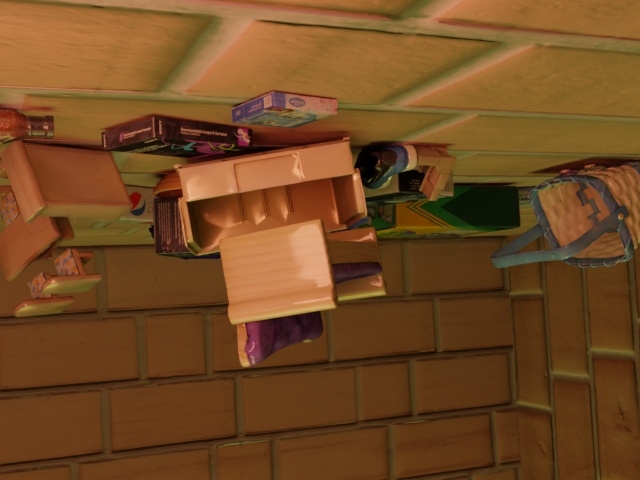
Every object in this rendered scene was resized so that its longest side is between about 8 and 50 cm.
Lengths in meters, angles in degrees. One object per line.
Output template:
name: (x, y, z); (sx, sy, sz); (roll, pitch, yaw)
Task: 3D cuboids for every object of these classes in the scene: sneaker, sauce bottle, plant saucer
sneaker: (0.082, -0.115, 1.297); (0.085, 0.058, 0.152); (-8, 175, -26)
sauce bottle: (-0.362, -0.126, 0.896); (0.128, 0.042, 0.042); (0, 176, -22)
plant saucer: (-0.207, -0.103, 1.486); (0.200, 0.037, 0.200); (-2, 176, 0)

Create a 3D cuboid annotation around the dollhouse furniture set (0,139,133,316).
dollhouse furniture set: (-0.421, -0.030, 1.180); (0.242, 0.212, 0.161); (-36, 161, 29)

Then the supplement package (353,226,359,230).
supplement package: (-0.006, -0.054, 1.890); (0.105, 0.105, 0.179); (-6, 175, 40)

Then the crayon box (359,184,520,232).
crayon box: (0.250, -0.062, 1.964); (0.313, 0.106, 0.363); (-2, 177, -19)

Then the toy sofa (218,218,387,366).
toy sofa: (-0.007, 0.071, 1.200); (0.150, 0.177, 0.362); (-11, 176, 15)

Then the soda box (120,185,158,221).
soda box: (-0.373, -0.070, 1.633); (0.074, 0.069, 0.216); (-4, 176, 32)

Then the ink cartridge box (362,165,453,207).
ink cartridge box: (0.080, -0.099, 1.591); (0.165, 0.065, 0.333); (0, 177, -43)

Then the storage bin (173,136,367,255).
storage bin: (-0.080, -0.064, 1.248); (0.262, 0.123, 0.260); (-10, 178, -6)

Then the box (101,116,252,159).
box: (-0.187, -0.132, 1.063); (0.116, 0.029, 0.162); (-6, 175, 43)

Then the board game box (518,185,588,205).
board game box: (0.541, -0.110, 2.000); (0.201, 0.035, 0.136); (-3, 177, 2)

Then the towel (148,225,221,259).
towel: (-0.275, -0.002, 2.119); (0.308, 0.076, 0.228); (1, -156, -43)

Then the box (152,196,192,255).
box: (-0.197, -0.027, 1.540); (0.207, 0.108, 0.153); (-4, 176, 5)

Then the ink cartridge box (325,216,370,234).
ink cartridge box: (0.000, 0.000, 1.728); (0.208, 0.045, 0.206); (-24, 170, 13)

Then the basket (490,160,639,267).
basket: (0.504, -0.032, 1.611); (0.289, 0.201, 0.255); (-35, -170, -23)

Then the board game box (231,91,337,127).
board game box: (-0.042, -0.150, 0.942); (0.090, 0.020, 0.090); (-2, 177, -37)

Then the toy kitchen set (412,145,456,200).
toy kitchen set: (0.161, -0.118, 1.316); (0.075, 0.083, 0.068); (-1, -143, -30)
